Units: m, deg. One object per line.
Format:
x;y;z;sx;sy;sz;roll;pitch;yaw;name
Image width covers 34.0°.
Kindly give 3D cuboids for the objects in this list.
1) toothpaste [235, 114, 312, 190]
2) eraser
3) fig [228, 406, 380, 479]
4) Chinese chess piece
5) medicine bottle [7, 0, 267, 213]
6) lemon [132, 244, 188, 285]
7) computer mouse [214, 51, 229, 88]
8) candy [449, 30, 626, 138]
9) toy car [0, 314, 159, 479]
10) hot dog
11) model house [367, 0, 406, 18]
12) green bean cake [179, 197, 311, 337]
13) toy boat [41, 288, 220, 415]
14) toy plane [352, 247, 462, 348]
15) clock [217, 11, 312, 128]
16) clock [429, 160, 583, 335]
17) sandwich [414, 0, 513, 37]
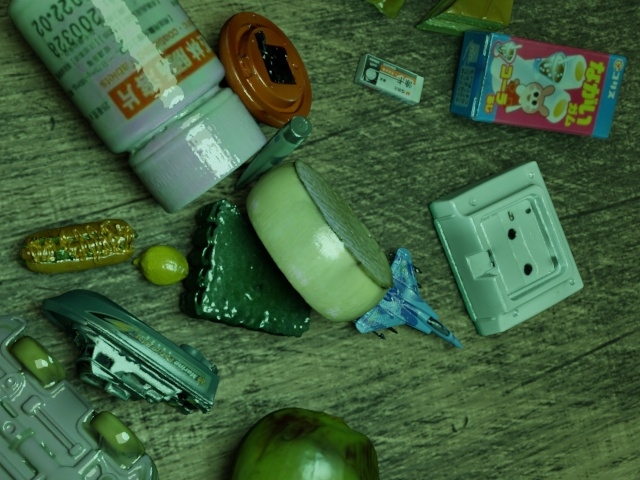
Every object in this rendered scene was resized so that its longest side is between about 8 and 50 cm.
-0.076;-0.135;1.633;0.039;0.239;0.062;42;62;-8;toothpaste
0.122;-0.284;1.855;0.122;0.029;0.052;18;77;-22;eraser
-0.035;0.392;1.606;0.239;0.239;0.271;26;92;-20;fig
0.000;0.000;1.640;0.112;0.270;0.270;-37;102;10;Chinese chess piece
-0.269;-0.248;1.571;0.219;0.219;0.388;-39;100;-23;medicine bottle
-0.248;0.038;1.635;0.092;0.065;0.065;11;78;12;lemon
-0.184;-0.275;1.707;0.135;0.047;0.079;1;83;-22;computer mouse
0.401;-0.284;1.922;0.306;0.100;0.157;5;102;-23;candy
-0.406;0.305;1.477;0.336;0.226;0.242;40;69;12;toy car
-0.362;0.009;1.591;0.188;0.055;0.072;-11;87;-24;hot dog
0.085;-0.552;1.789;0.239;0.173;0.268;21;73;-22;model house
-0.109;0.050;1.674;0.208;0.107;0.193;16;76;-23;green bean cake
-0.292;0.173;1.573;0.296;0.114;0.122;35;63;-18;toy boat
0.148;0.116;1.801;0.246;0.078;0.169;38;71;-23;toy plane
-0.086;-0.278;1.703;0.205;0.051;0.205;31;47;-41;clock
0.348;0.010;1.880;0.231;0.116;0.262;-23;95;-25;clock
0.266;-0.467;1.892;0.144;0.117;0.187;12;81;-26;sandwich
